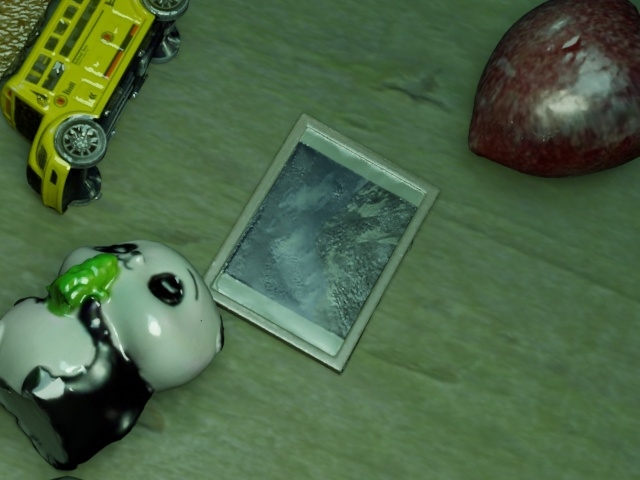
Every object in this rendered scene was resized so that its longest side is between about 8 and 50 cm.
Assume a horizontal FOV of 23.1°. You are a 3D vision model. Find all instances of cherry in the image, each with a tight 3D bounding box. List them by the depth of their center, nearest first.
[{"bbox_3d":[0.318,-0.190,1.965,0.300,0.203,0.230,-31,81,-4],"label":"cherry"}]

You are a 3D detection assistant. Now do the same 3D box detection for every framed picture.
[{"bbox_3d":[0.000,0.000,1.932,0.209,0.019,0.281,28,69,0],"label":"framed picture"}]

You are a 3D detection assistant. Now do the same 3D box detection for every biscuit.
[{"bbox_3d":[-0.412,-0.274,1.947,0.126,0.025,0.206,29,67,0],"label":"biscuit"}]

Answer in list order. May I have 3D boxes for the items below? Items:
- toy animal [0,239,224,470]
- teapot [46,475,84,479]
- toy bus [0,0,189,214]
[{"bbox_3d":[-0.243,0.110,1.749,0.212,0.212,0.267,42,73,5],"label":"toy animal"},{"bbox_3d":[-0.285,0.386,1.674,0.183,0.183,0.251,-16,87,-15],"label":"teapot"},{"bbox_3d":[-0.279,-0.202,1.885,0.152,0.144,0.330,26,67,-1],"label":"toy bus"}]
